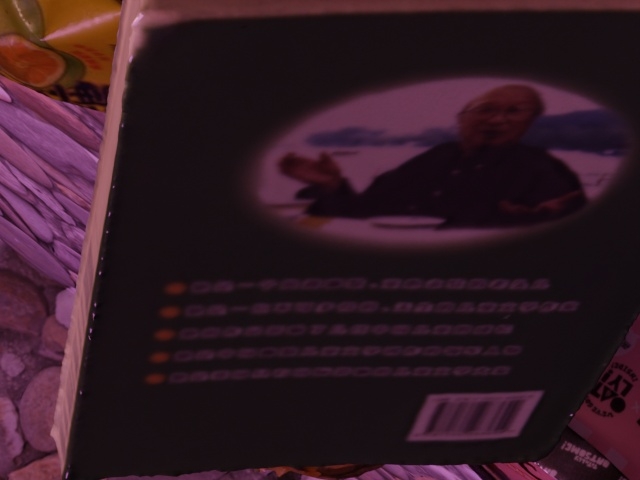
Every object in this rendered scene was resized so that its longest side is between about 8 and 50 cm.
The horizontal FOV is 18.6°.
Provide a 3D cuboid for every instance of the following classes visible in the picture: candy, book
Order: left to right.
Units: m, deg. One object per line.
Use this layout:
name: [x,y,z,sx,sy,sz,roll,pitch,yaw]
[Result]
candy: [-0.206,-0.160,1.400,0.297,0.081,0.187,23,163,16]
book: [0.027,0.004,0.833,0.260,0.043,0.371,-1,147,-14]

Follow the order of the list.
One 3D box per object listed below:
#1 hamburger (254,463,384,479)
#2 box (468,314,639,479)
hamburger: [0.003,0.009,1.091,0.211,0.245,0.260,25,-179,39]
box: [0.169,0.104,1.159,0.151,0.135,0.151,39,166,12]
